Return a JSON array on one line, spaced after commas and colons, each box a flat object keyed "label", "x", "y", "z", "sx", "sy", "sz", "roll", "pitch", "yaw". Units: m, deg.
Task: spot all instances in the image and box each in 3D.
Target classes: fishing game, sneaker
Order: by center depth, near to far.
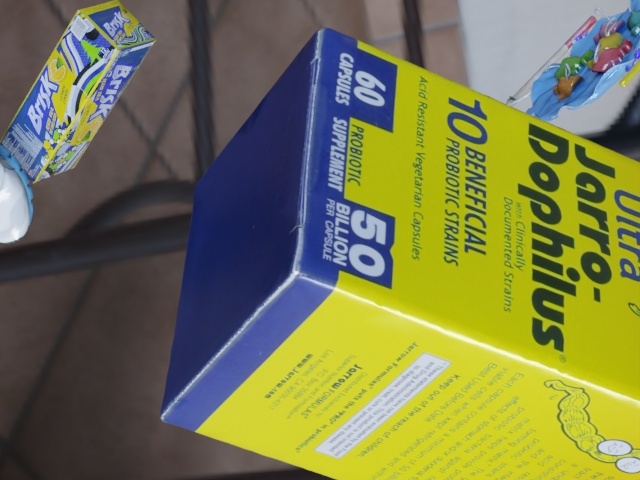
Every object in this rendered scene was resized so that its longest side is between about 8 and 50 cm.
[{"label": "sneaker", "x": -0.304, "y": -0.071, "z": 1.371, "sx": 0.083, "sy": 0.071, "sz": 0.191, "roll": -101, "pitch": 165, "yaw": -65}, {"label": "fishing game", "x": 0.259, "y": -0.182, "z": 1.572, "sx": 0.189, "sy": 0.264, "sz": 0.041, "roll": -46, "pitch": 102, "yaw": -8}]

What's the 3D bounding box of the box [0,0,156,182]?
[{"label": "box", "x": -0.216, "y": -0.131, "z": 1.454, "sx": 0.054, "sy": 0.169, "sz": 0.059, "roll": 46, "pitch": 34, "yaw": 11}]

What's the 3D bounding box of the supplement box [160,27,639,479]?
[{"label": "supplement box", "x": 0.104, "y": 0.048, "z": 1.072, "sx": 0.356, "sy": 0.195, "sz": 0.194, "roll": 21, "pitch": 50, "yaw": -20}]
